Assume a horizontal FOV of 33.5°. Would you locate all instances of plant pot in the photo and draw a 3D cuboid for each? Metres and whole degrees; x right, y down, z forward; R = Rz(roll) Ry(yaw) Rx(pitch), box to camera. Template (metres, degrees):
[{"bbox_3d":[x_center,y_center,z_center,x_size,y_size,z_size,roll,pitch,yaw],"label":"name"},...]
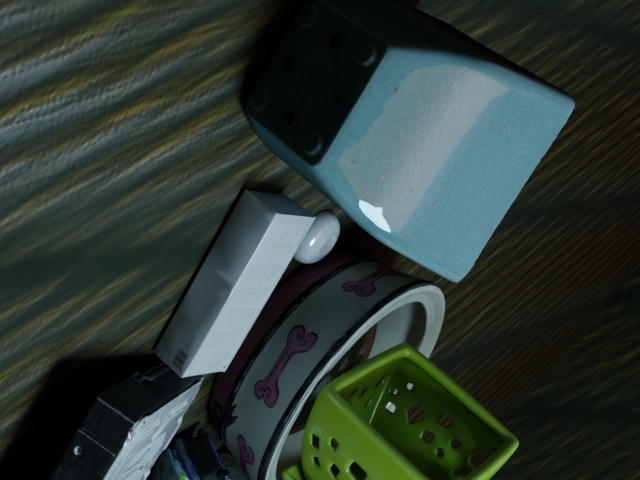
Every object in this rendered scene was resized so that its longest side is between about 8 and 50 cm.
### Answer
[{"bbox_3d":[0.098,0.310,1.473,0.228,0.227,0.207,-18,144,-53],"label":"plant pot"},{"bbox_3d":[0.069,-0.137,1.171,0.252,0.248,0.247,18,108,-46],"label":"plant pot"}]

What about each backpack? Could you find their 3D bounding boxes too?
[{"bbox_3d":[-0.190,0.345,1.507,0.084,0.105,0.114,-3,130,-32],"label":"backpack"}]

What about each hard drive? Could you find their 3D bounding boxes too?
[{"bbox_3d":[-0.276,0.309,1.271,0.339,0.064,0.237,-59,172,10],"label":"hard drive"}]

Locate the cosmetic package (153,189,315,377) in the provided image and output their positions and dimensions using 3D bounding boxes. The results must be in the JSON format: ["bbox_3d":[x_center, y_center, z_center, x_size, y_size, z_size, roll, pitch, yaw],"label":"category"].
[{"bbox_3d":[-0.107,0.054,1.310,0.239,0.060,0.099,-59,154,13],"label":"cosmetic package"}]

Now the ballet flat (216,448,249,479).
[{"bbox_3d":[-0.076,0.372,1.695,0.250,0.084,0.058,3,139,-33],"label":"ballet flat"}]

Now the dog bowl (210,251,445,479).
[{"bbox_3d":[0.004,0.194,1.593,0.408,0.150,0.408,-41,152,-27],"label":"dog bowl"}]

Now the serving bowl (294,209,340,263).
[{"bbox_3d":[0.000,0.000,1.472,0.083,0.027,0.083,-42,153,-27],"label":"serving bowl"}]
